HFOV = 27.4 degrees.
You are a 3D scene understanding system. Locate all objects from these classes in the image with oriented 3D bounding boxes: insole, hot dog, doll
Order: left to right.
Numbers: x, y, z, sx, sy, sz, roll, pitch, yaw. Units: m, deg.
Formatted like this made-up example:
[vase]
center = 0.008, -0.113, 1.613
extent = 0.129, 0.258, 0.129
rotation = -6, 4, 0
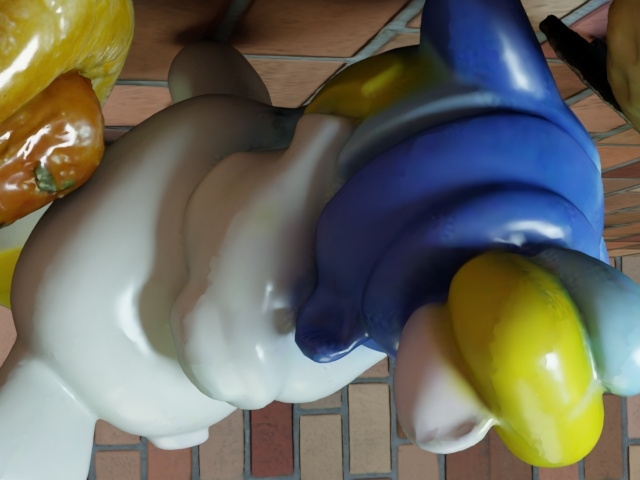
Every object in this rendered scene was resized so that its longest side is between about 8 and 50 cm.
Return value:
[hot dog]
center = -0.216, -0.063, 0.603
extent = 0.257, 0.153, 0.150
rotation = -1, 175, 5
[doll]
center = 0.005, 0.004, 0.630
extent = 0.366, 0.376, 0.187
rotation = -10, 145, 31
[insole]
center = 0.165, -0.073, 0.686
extent = 0.009, 0.119, 0.348
rotation = -45, 177, 16

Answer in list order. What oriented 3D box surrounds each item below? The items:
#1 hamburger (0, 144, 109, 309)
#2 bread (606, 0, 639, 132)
[hamburger]
center = -0.202, -0.005, 1.226
extent = 0.227, 0.151, 0.295
rotation = -7, 155, 19
[bread]
center = 0.220, -0.096, 0.454
extent = 0.244, 0.134, 0.244
rotation = -4, 176, 0
